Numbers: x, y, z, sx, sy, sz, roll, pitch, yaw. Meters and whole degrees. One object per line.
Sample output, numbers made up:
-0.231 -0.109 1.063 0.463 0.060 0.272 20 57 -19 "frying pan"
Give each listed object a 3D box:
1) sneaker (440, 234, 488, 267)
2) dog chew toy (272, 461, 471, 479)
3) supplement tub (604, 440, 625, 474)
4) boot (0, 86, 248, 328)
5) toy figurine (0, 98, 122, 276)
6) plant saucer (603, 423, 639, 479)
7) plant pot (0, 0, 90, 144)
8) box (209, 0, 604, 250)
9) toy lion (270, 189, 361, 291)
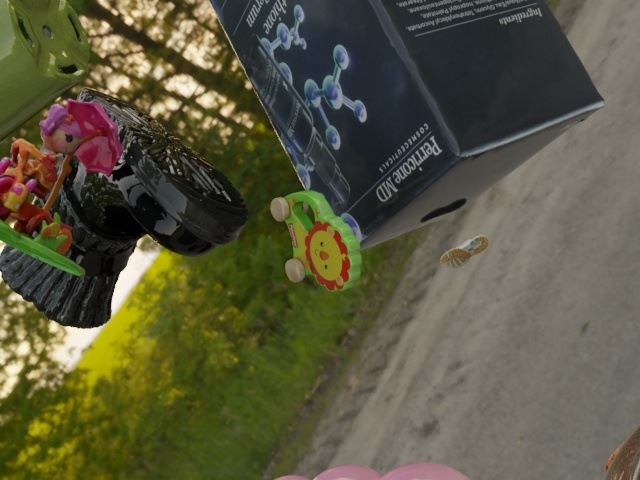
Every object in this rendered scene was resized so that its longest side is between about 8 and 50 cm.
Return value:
0.232 0.019 1.315 0.083 0.032 0.037 -27 1 11 "sneaker"
0.056 0.386 1.068 0.331 0.207 0.207 1 38 21 "dog chew toy"
0.635 0.450 1.308 0.207 0.207 0.338 -51 51 15 "supplement tub"
-0.234 0.000 0.932 0.348 0.131 0.260 40 104 48 "boot"
-0.262 -0.070 0.793 0.159 0.130 0.173 -65 -18 -12 "toy figurine"
0.167 0.148 0.370 0.029 0.168 0.168 -6 45 51 "plant saucer"
-0.153 -0.082 0.377 0.079 0.083 0.083 -20 24 23 "plant pot"
0.072 -0.228 0.940 0.212 0.396 0.293 -22 -11 -29 "box"
0.000 0.000 0.783 0.034 0.100 0.096 -18 6 -37 "toy lion"
